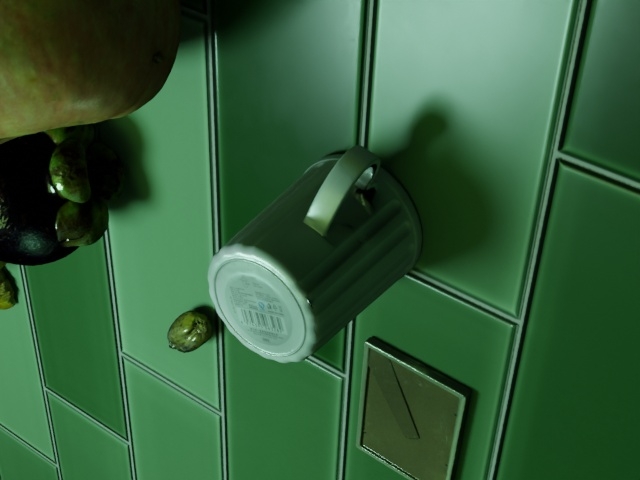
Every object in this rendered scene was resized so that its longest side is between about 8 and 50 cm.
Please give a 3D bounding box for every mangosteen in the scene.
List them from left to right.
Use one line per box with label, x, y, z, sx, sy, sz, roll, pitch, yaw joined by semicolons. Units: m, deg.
mangosteen;-0.390;-0.078;1.467;0.243;0.243;0.243;24;133;29

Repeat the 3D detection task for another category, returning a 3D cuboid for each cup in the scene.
cup;-0.012;-0.001;1.169;0.167;0.202;0.221;12;127;34

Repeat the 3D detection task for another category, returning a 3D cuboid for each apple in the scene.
apple;-0.358;-0.274;1.165;0.391;0.391;0.346;-10;98;46

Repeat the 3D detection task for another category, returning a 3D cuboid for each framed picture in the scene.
framed picture;0.113;0.229;1.367;0.150;0.015;0.203;26;134;27

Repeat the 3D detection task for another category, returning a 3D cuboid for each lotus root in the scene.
lotus root;-0.190;0.133;1.550;0.054;0.049;0.099;47;140;-8

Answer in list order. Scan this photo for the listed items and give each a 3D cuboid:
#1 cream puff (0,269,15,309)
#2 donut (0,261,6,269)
cream puff;-0.568;0.088;1.862;0.083;0.058;0.083;-29;99;48
donut;-0.594;-0.040;1.748;0.253;0.118;0.253;21;130;28
